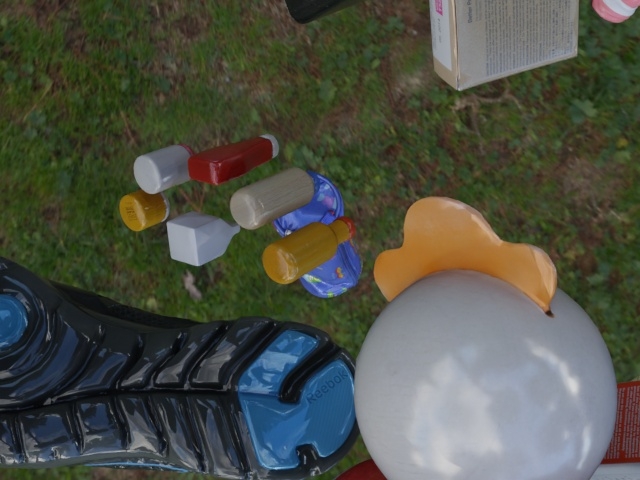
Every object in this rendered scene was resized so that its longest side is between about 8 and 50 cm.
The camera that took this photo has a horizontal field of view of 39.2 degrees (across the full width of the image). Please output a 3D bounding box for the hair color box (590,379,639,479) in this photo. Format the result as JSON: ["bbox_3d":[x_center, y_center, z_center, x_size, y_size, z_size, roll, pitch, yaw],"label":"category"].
[{"bbox_3d":[0.213,0.112,0.496,0.093,0.167,0.053,26,64,-26],"label":"hair color box"}]

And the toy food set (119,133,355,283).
[{"bbox_3d":[-0.085,-0.042,0.878,0.104,0.232,0.111,-28,122,-45],"label":"toy food set"}]

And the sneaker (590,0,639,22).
[{"bbox_3d":[0.399,-0.471,1.269,0.136,0.116,0.314,-24,108,42],"label":"sneaker"}]

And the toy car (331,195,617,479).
[{"bbox_3d":[0.061,0.097,0.415,0.219,0.210,0.237,-14,96,-40],"label":"toy car"}]

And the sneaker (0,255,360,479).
[{"bbox_3d":[-0.143,0.097,0.581,0.341,0.139,0.125,12,73,5],"label":"sneaker"}]

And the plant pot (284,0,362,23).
[{"bbox_3d":[0.066,-0.276,0.607,0.188,0.167,0.187,-28,106,-30],"label":"plant pot"}]

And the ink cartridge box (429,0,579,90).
[{"bbox_3d":[0.247,-0.345,1.216,0.193,0.088,0.234,-16,125,-11],"label":"ink cartridge box"}]

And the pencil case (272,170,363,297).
[{"bbox_3d":[0.000,0.000,1.520,0.119,0.133,0.306,-43,158,-9],"label":"pencil case"}]

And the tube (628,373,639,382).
[{"bbox_3d":[0.271,0.087,0.606,0.070,0.062,0.240,9,135,-49],"label":"tube"}]
